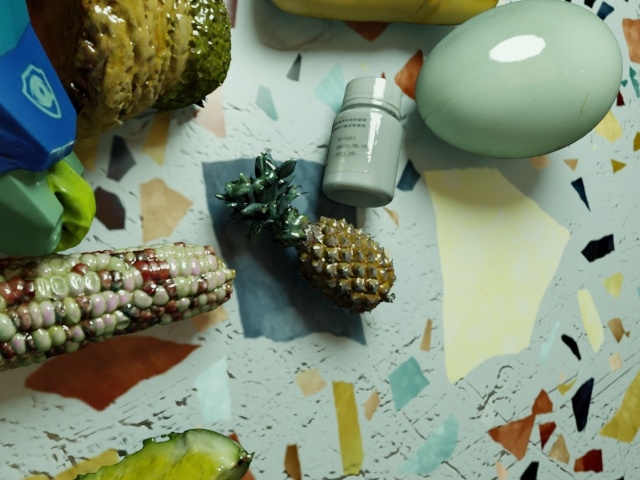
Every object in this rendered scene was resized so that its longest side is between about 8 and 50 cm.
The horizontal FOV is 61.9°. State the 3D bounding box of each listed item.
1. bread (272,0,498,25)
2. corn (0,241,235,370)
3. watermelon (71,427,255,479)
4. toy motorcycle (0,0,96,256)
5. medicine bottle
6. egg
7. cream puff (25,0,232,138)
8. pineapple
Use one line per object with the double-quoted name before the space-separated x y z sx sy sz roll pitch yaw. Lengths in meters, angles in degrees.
"bread" 0.069 -0.314 0.619 0.305 0.091 0.142 -9 69 -27
"corn" -0.207 0.047 0.441 0.281 0.092 0.092 -12 89 -29
"watermelon" -0.174 0.262 0.411 0.301 0.129 0.123 -42 101 -19
"toy motorcycle" -0.289 -0.109 0.327 0.327 0.200 0.191 23 37 -22
"medicine bottle" 0.050 -0.108 0.593 0.080 0.080 0.130 15 77 -24
"egg" 0.234 -0.188 0.637 0.264 0.183 0.182 -13 90 -21
"cream puff" -0.160 -0.175 0.469 0.169 0.183 0.183 -6 86 -50
"pineapple" -0.001 0.000 0.544 0.221 0.103 0.083 39 70 -19
